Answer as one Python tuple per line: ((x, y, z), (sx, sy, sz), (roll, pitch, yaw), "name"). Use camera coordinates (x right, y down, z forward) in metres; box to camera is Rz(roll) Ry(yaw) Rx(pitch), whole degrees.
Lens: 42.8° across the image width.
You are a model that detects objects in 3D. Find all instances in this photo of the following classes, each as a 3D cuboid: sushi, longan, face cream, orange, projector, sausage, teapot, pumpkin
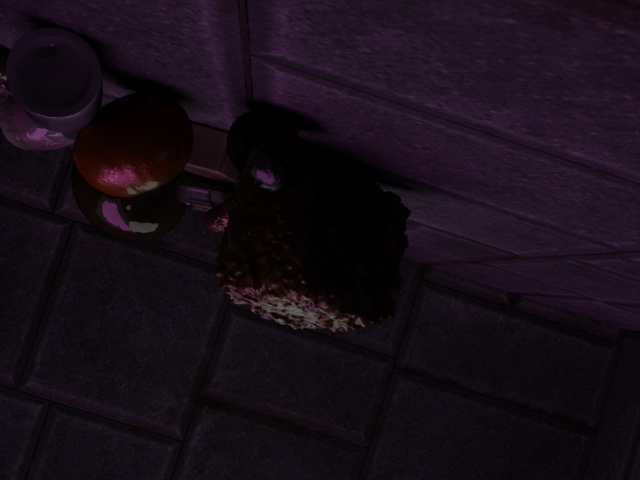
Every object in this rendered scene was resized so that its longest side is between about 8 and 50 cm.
((0.000, 0.000, 1.677), (0.240, 0.351, 0.396), (-12, 153, 40), "sushi")
((-0.488, -0.151, 2.113), (0.319, 0.319, 0.319), (18, 177, 1), "longan")
((-0.453, -0.263, 1.432), (0.145, 0.145, 0.370), (19, 178, -13), "face cream")
((-0.350, -0.180, 1.550), (0.240, 0.240, 0.171), (13, 138, 52), "orange")
((-0.203, -0.130, 2.027), (0.269, 0.088, 0.193), (10, -150, 7), "projector")
((-0.139, -0.103, 1.868), (0.304, 0.078, 0.078), (-29, 158, 17), "sausage")
((-0.582, -0.300, 1.745), (0.178, 0.221, 0.163), (6, -150, 27), "teapot")
((-0.084, -0.152, 1.395), (0.167, 0.125, 0.167), (22, -153, -12), "pumpkin")

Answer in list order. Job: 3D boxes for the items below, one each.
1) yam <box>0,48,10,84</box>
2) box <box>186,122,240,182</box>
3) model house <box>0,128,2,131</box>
((-0.669, -0.358, 1.575), (0.078, 0.078, 0.179), (16, 179, 30), "yam")
((-0.248, -0.194, 1.856), (0.168, 0.095, 0.212), (18, 178, 16), "box")
((-0.767, -0.318, 1.880), (0.218, 0.205, 0.279), (18, -176, 13), "model house")
